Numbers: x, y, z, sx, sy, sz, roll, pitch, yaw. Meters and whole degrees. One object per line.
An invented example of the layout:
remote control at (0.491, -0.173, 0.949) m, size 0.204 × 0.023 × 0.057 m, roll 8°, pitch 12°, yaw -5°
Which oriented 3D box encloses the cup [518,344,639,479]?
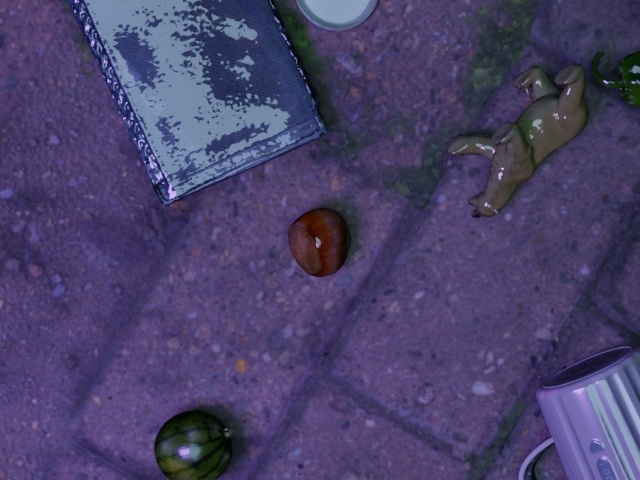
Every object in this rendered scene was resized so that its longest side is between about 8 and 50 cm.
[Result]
cup at (0.350, 0.258, 1.803) m, size 0.221 × 0.167 × 0.202 m, roll -24°, pitch 91°, yaw 2°

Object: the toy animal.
toy animal at (0.255, -0.124, 1.816) m, size 0.219 × 0.103 × 0.101 m, roll -44°, pitch 116°, yaw 1°

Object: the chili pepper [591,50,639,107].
chili pepper at (0.471, -0.224, 1.805) m, size 0.257 × 0.074 × 0.100 m, roll -18°, pitch 91°, yaw -1°

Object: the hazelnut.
hazelnut at (0.000, 0.000, 1.836) m, size 0.086 × 0.086 × 0.086 m, roll 0°, pitch 95°, yaw 2°

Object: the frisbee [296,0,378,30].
frisbee at (0.021, -0.320, 1.833) m, size 0.110 × 0.014 × 0.110 m, roll 0°, pitch 94°, yaw 2°

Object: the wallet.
wallet at (-0.161, -0.242, 1.819) m, size 0.237 × 0.075 × 0.342 m, roll -25°, pitch 92°, yaw -3°

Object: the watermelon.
watermelon at (-0.158, 0.264, 1.851) m, size 0.109 × 0.109 × 0.109 m, roll 0°, pitch 95°, yaw 2°
